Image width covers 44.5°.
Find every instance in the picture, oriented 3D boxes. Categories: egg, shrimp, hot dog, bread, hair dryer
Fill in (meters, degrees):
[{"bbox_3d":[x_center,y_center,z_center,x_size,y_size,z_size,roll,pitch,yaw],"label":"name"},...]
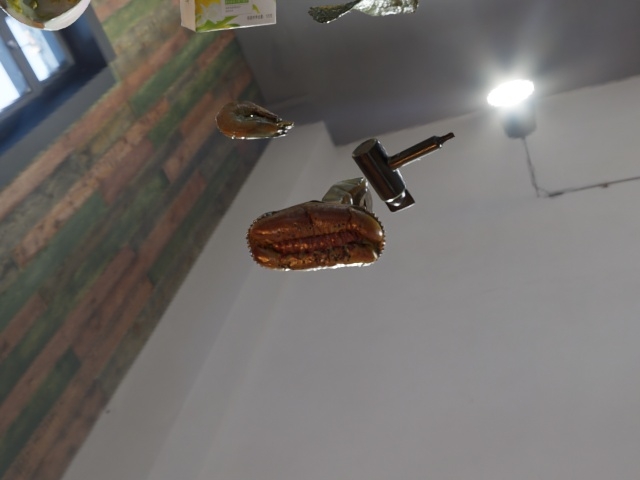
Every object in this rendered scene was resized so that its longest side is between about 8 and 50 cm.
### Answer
[{"bbox_3d":[-0.633,-0.601,1.848,0.271,0.161,0.206,-40,-118,-11],"label":"egg"},{"bbox_3d":[-0.178,-0.330,2.141,0.217,0.115,0.051,2,168,-9],"label":"shrimp"},{"bbox_3d":[-0.009,-0.008,1.502,0.268,0.144,0.075,-3,-151,0],"label":"hot dog"},{"bbox_3d":[0.099,-0.095,2.622,0.110,0.209,0.192,10,-144,32],"label":"bread"},{"bbox_3d":[0.227,-0.184,1.894,0.248,0.195,0.078,-24,-155,30],"label":"hair dryer"}]

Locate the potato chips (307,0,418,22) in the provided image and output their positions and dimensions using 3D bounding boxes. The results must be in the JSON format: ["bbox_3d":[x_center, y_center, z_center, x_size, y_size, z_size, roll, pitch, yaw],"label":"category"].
[{"bbox_3d":[0.098,-0.524,1.750,0.228,0.059,0.167,-12,-173,-19],"label":"potato chips"}]

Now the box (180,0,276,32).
[{"bbox_3d":[-0.259,-0.700,2.188,0.260,0.194,0.111,-15,-148,-26],"label":"box"}]
